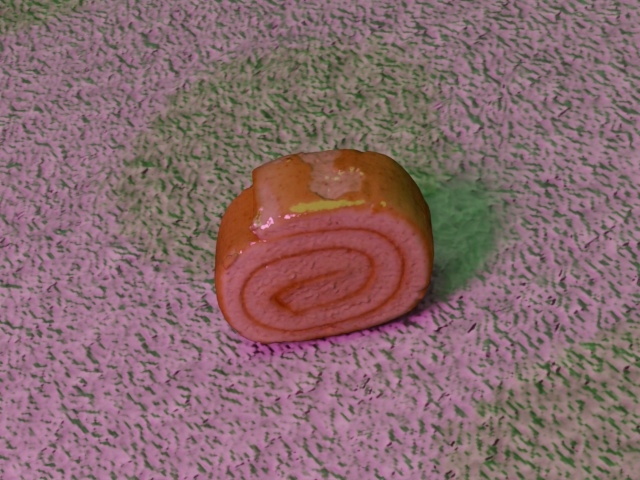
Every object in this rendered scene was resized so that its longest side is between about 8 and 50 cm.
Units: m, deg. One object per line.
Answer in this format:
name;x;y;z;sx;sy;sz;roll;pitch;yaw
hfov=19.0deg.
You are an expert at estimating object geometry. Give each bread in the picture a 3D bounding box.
bread;0.000;0.000;1.264;0.149;0.122;0.073;-12;39;9
